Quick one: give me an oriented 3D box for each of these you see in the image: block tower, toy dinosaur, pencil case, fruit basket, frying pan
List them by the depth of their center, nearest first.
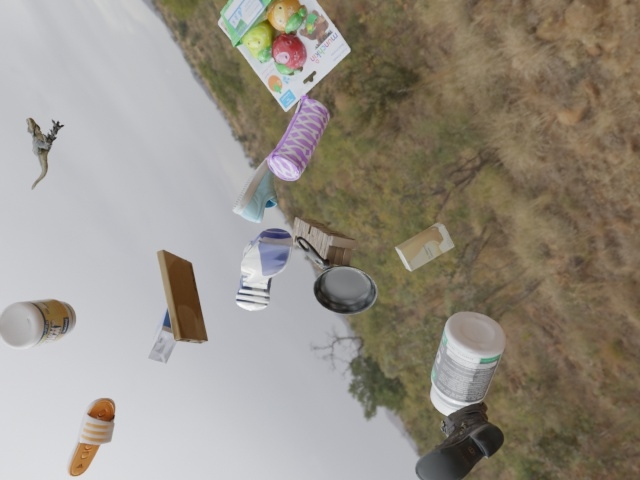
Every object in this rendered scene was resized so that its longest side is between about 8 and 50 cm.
[{"bbox_3d":[-0.048,-0.233,1.155,0.086,0.206,0.088,-2,143,36],"label":"pencil case"},{"bbox_3d":[-0.774,-0.269,1.433,0.064,0.118,0.268,22,-146,-47],"label":"toy dinosaur"},{"bbox_3d":[-0.125,-0.610,1.529,0.353,0.327,0.165,57,-137,-4],"label":"fruit basket"},{"bbox_3d":[0.022,0.116,1.546,0.326,0.197,0.053,31,-145,-15],"label":"frying pan"},{"bbox_3d":[0.000,0.000,1.699,0.335,0.090,0.097,28,108,64],"label":"block tower"}]

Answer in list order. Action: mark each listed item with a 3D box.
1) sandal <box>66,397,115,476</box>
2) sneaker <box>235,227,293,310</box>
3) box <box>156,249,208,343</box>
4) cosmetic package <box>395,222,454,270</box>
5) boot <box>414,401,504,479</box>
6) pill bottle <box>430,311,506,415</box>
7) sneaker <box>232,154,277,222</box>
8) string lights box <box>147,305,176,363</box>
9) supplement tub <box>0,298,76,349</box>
[{"bbox_3d":[-0.682,0.608,1.552,0.076,0.265,0.102,23,-177,39],"label":"sandal"},{"bbox_3d":[-0.179,0.048,1.515,0.316,0.127,0.182,117,158,-44],"label":"sneaker"},{"bbox_3d":[-0.311,0.131,1.161,0.164,0.021,0.201,57,-163,-74],"label":"box"},{"bbox_3d":[0.233,0.014,1.143,0.060,0.115,0.041,59,177,-11],"label":"cosmetic package"},{"bbox_3d":[0.360,0.535,1.374,0.091,0.262,0.229,63,180,2],"label":"boot"},{"bbox_3d":[0.504,0.444,1.797,0.204,0.204,0.361,-123,30,-49],"label":"pill bottle"},{"bbox_3d":[-0.246,-0.211,2.191,0.150,0.366,0.135,37,140,-17],"label":"sneaker"},{"bbox_3d":[-0.608,0.358,2.029,0.076,0.133,0.260,25,-168,-16],"label":"string lights box"},{"bbox_3d":[-0.886,0.259,1.614,0.144,0.144,0.199,59,-174,6],"label":"supplement tub"}]
